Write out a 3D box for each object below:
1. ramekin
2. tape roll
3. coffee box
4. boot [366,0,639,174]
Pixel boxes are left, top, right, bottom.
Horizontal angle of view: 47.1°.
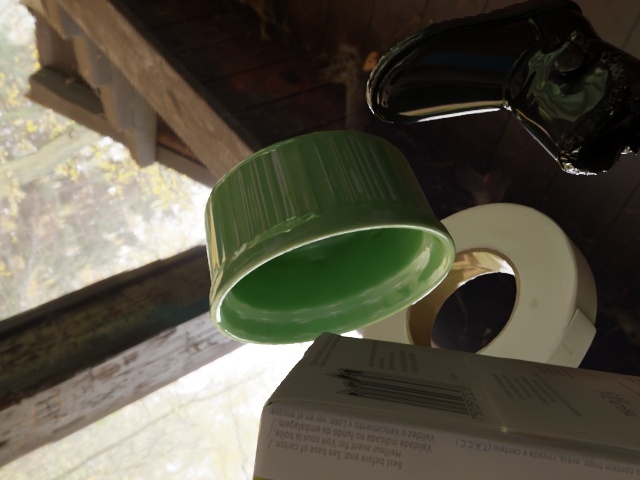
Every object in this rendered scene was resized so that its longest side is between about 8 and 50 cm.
[{"bbox_3d":[0.000,0.000,0.912,0.303,0.304,0.148,119,-40,-53],"label":"ramekin"},{"bbox_3d":[0.240,0.116,1.162,0.072,0.392,0.392,40,-16,-34],"label":"tape roll"},{"bbox_3d":[0.126,0.274,0.559,0.337,0.338,0.334,0,97,-83],"label":"coffee box"},{"bbox_3d":[0.186,-0.138,0.701,0.207,0.247,0.094,-112,-178,-47],"label":"boot"}]
